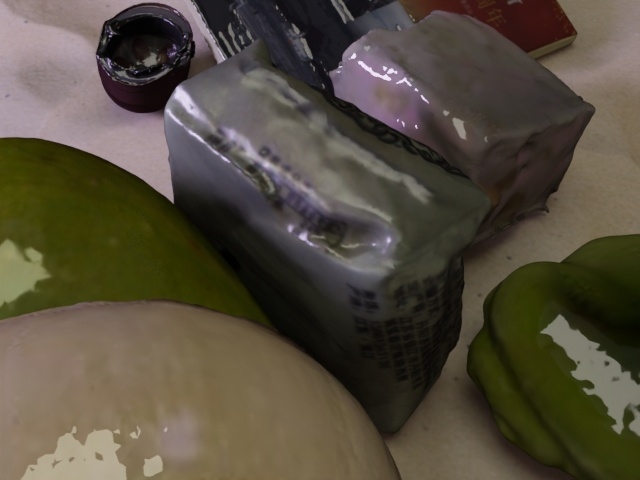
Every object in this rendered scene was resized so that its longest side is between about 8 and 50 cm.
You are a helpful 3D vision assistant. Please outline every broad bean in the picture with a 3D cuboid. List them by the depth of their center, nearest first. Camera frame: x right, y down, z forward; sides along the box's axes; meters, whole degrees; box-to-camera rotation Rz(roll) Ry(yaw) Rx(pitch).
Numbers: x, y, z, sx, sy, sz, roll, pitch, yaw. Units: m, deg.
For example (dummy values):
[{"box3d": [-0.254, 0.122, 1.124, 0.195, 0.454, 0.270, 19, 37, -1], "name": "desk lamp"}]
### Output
[{"box3d": [0.263, 0.095, 0.696, 0.291, 0.119, 0.238, 14, 55, 9], "name": "broad bean"}]

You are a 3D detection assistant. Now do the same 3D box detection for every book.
[{"box3d": [0.059, -0.256, 0.968, 0.374, 0.028, 0.262, -25, 75, -17], "name": "book"}]

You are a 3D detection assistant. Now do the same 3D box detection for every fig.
[{"box3d": [-0.170, 0.072, 0.642, 0.326, 0.258, 0.258, 21, 53, -14], "name": "fig"}]

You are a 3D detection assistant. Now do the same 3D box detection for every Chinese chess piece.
[{"box3d": [-0.115, 0.186, 0.497, 0.338, 0.338, 0.140, -12, 42, -8], "name": "Chinese chess piece"}]

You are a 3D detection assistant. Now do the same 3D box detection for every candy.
[{"box3d": [0.117, -0.099, 0.809, 0.185, 0.137, 0.195, -21, 54, -36], "name": "candy"}]

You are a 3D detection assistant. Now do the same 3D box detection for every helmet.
[{"box3d": [-0.179, -0.181, 0.932, 0.098, 0.070, 0.123, 10, 47, 0], "name": "helmet"}]

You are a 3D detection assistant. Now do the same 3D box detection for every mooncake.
[{"box3d": [0.004, -0.004, 0.690, 0.250, 0.254, 0.136, 35, 59, 20], "name": "mooncake"}]
